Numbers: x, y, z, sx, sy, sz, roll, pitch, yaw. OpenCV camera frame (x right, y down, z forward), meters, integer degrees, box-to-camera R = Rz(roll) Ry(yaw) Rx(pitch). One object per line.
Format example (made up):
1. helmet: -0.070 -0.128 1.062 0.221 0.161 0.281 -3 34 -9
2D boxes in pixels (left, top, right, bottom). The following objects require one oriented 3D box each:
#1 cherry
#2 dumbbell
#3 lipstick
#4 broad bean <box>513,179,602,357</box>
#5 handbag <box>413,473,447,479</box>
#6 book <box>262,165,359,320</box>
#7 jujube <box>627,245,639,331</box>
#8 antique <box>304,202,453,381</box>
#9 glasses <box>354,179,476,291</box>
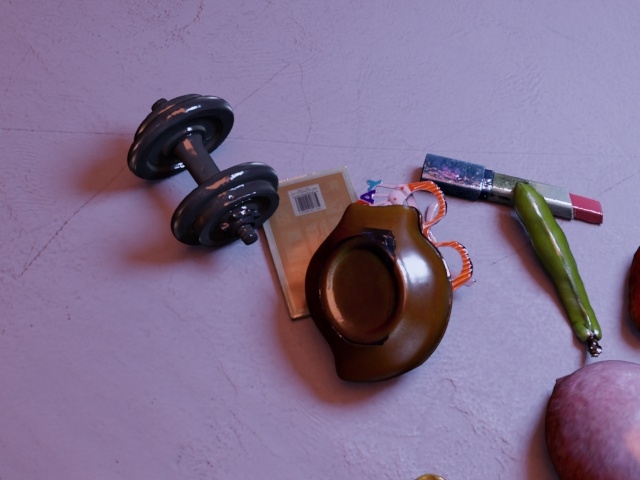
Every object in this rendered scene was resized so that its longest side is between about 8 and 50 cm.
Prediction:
1. cherry: 0.433 0.274 1.504 0.240 0.206 0.239 -1 76 3
2. dumbbell: -0.187 -0.110 1.668 0.192 0.192 0.290 -30 71 -15
3. lipstick: 0.323 -0.083 1.753 0.312 0.051 0.051 12 66 2
4. broad bean: 0.381 0.040 1.668 0.056 0.098 0.317 -24 68 6
5. handbag: 0.093 0.531 1.421 0.401 0.133 0.283 -33 75 -16
6. book: 0.000 0.000 1.716 0.170 0.018 0.241 -14 67 -9
7. jujube: 0.545 0.072 1.658 0.112 0.109 0.176 27 58 -28
8. antique: 0.083 0.078 1.585 0.224 0.129 0.278 7 87 24
9. glasses: 0.143 0.010 1.690 0.162 0.095 0.255 -22 69 5
